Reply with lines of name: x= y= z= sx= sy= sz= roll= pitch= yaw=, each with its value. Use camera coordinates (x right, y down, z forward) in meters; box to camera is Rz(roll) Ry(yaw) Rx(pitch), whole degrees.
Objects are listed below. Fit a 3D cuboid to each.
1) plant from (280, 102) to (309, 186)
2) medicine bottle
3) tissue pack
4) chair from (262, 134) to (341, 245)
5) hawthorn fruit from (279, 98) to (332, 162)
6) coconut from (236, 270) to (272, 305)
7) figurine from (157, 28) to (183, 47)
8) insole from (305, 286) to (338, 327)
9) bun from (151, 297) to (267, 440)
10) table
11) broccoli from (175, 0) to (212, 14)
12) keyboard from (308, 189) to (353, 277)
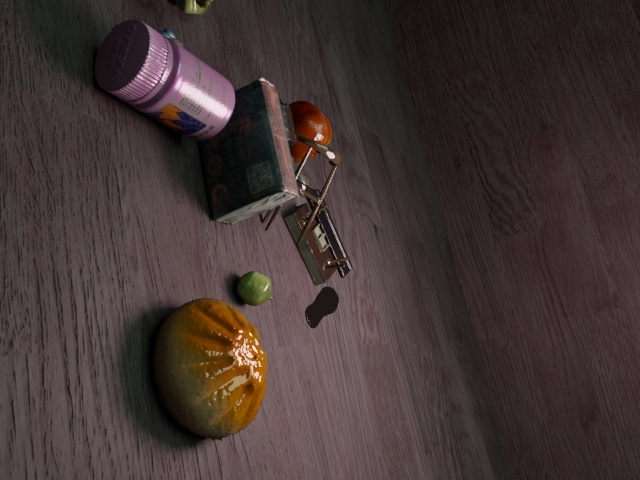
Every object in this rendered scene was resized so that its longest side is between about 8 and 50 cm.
plant: x=-0.132 y=-0.264 z=1.857 sx=0.149 sy=0.146 sz=0.274 roll=-36 pitch=114 yaw=-73
medicine bottle: x=-0.350 y=-0.360 z=1.446 sx=0.291 sy=0.178 sz=0.178 roll=24 pitch=52 yaw=-57
tissue pack: x=-0.192 y=-0.223 z=1.604 sx=0.103 sy=0.228 sz=0.315 roll=16 pitch=57 yaw=-59
chair: x=-0.084 y=-0.153 z=1.698 sx=0.166 sy=0.272 sz=0.188 roll=33 pitch=3 yaw=34
hawthorn fruit: x=-0.075 y=-0.363 z=2.009 sx=0.225 sy=0.196 sz=0.196 roll=56 pitch=25 yaw=6
coconut: x=-0.163 y=0.123 z=1.588 sx=0.096 sy=0.088 sz=0.088 roll=36 pitch=32 yaw=-4
figurine: x=-0.391 y=-0.466 z=1.579 sx=0.114 sy=0.079 sz=0.114 roll=-15 pitch=113 yaw=-39
insole: x=0.007 y=0.204 z=1.963 sx=0.086 sy=0.005 sz=0.253 roll=67 pitch=25 yaw=-5
bun: x=-0.201 y=0.262 z=1.319 sx=0.299 sy=0.165 sz=0.299 roll=40 pitch=40 yaw=-45
table: x=0.000 y=0.000 z=1.969 sx=0.240 sy=0.111 sz=0.121 roll=65 pitch=25 yaw=-12
broccoli: x=-0.338 y=-0.768 z=1.657 sx=0.277 sy=0.338 sz=0.317 roll=-14 pitch=108 yaw=-37
keyboard: x=0.034 y=-0.026 z=2.163 sx=0.309 sy=0.018 sz=0.101 roll=66 pitch=27 yaw=-9
